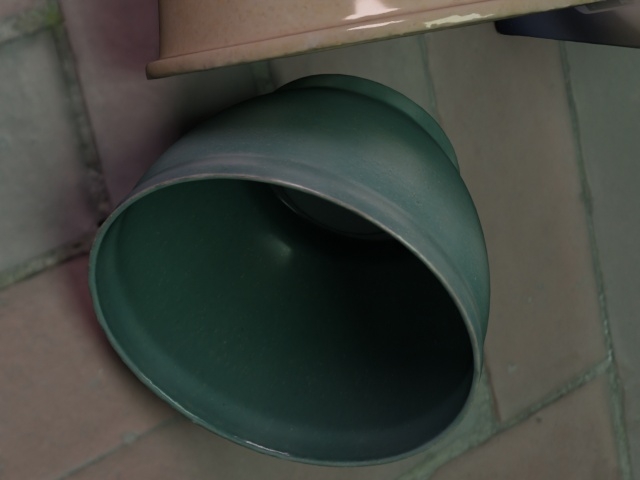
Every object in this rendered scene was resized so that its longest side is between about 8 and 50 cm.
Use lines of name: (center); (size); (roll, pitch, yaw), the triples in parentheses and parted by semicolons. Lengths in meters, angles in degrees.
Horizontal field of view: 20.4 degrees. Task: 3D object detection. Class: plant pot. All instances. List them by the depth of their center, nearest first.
plant pot: (0.015, -0.291, 1.253); (0.334, 0.334, 0.305); (-14, 98, -36)
plant pot: (0.000, 0.000, 1.328); (0.293, 0.293, 0.196); (58, 38, -31)

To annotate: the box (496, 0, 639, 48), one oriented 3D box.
box: (0.266, -0.321, 1.437); (0.183, 0.294, 0.296); (-33, 118, -29)
